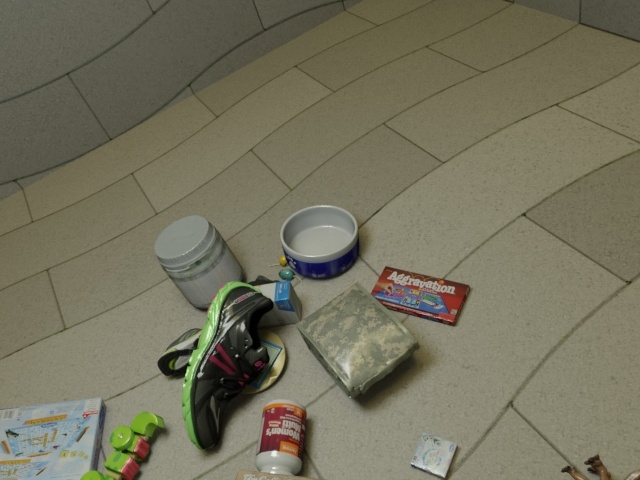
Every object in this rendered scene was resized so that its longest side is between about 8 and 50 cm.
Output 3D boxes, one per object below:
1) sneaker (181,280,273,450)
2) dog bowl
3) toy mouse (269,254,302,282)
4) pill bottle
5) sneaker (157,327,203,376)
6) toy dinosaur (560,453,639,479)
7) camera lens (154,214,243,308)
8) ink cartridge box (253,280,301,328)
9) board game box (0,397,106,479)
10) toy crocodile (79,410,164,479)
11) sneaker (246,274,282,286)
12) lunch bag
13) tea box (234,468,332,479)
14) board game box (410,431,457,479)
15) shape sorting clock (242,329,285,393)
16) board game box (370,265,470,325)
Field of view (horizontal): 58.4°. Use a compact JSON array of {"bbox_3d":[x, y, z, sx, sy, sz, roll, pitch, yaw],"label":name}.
[{"bbox_3d":[-0.255,0.354,1.624,0.202,0.185,0.482,12,76,8],"label":"sneaker"},{"bbox_3d":[0.000,0.000,1.956,0.265,0.104,0.264,-5,42,5],"label":"dog bowl"},{"bbox_3d":[-0.093,0.092,1.984,0.161,0.031,0.143,-25,44,-3],"label":"toy mouse"},{"bbox_3d":[-0.104,0.539,1.490,0.121,0.121,0.221,-8,45,14],"label":"pill bottle"},{"bbox_3d":[-0.375,0.312,1.815,0.300,0.111,0.121,-25,25,4],"label":"sneaker"},{"bbox_3d":[0.581,0.577,1.196,0.296,0.127,0.200,-15,50,-11],"label":"toy dinosaur"},{"bbox_3d":[-0.405,0.079,1.935,0.220,0.274,0.219,-14,42,13],"label":"camera lens"},{"bbox_3d":[-0.189,0.212,1.830,0.231,0.134,0.078,-9,46,12],"label":"ink cartridge box"},{"bbox_3d":[-0.811,0.627,1.663,0.319,0.065,0.317,-5,44,-5],"label":"board game box"},{"bbox_3d":[-0.554,0.631,1.579,0.105,0.115,0.340,10,52,28],"label":"toy crocodile"},{"bbox_3d":[-0.194,0.170,1.937,0.170,0.051,0.089,15,55,38],"label":"sneaker"},{"bbox_3d":[0.110,0.292,1.614,0.235,0.168,0.287,-34,41,-12],"label":"lunch bag"},{"bbox_3d":[-0.043,0.704,1.235,0.329,0.220,0.323,-1,48,20],"label":"tea box"},{"bbox_3d":[0.282,0.532,1.419,0.090,0.020,0.090,12,53,31],"label":"board game box"},{"bbox_3d":[-0.201,0.370,1.749,0.206,0.040,0.206,-12,48,14],"label":"shape sorting clock"},{"bbox_3d":[0.300,0.166,1.763,0.282,0.027,0.145,12,52,30],"label":"board game box"}]
